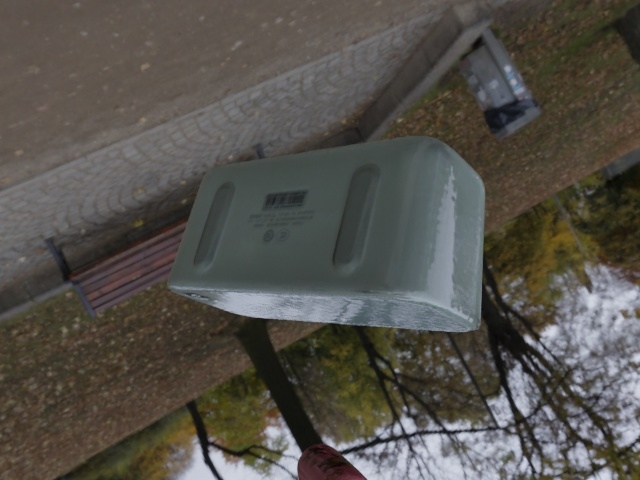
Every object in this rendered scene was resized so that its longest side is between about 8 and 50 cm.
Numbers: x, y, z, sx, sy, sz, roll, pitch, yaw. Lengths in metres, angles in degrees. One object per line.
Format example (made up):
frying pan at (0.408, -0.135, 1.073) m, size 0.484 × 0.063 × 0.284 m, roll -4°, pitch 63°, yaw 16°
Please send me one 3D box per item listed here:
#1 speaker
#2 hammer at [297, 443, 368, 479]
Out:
speaker at (0.000, 0.000, 0.756) m, size 0.406 × 0.184 × 0.183 m, roll -2°, pitch 159°, yaw 39°
hammer at (0.009, 0.181, 0.443) m, size 0.043 × 0.043 × 0.083 m, roll -27°, pitch -168°, yaw -17°
